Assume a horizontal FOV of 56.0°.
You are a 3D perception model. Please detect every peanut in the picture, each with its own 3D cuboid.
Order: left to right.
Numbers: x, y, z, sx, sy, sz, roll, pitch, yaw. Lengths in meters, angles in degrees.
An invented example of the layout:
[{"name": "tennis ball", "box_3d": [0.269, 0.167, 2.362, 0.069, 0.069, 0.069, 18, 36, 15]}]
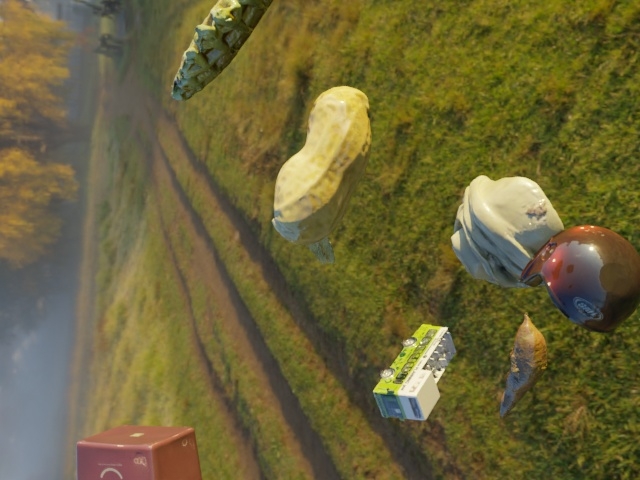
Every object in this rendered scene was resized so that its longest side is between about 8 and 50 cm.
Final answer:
[{"name": "peanut", "box_3d": [0.007, -0.137, 1.098, 0.305, 0.147, 0.147, -63, 25, -1]}]

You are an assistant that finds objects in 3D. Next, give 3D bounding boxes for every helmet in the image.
[{"name": "helmet", "box_3d": [0.494, 0.070, 1.116, 0.193, 0.189, 0.216, -53, 0, 38]}]

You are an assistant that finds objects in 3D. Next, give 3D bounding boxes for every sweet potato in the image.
[{"name": "sweet potato", "box_3d": [0.363, 0.238, 1.070, 0.068, 0.068, 0.226, -129, 39, -57]}]

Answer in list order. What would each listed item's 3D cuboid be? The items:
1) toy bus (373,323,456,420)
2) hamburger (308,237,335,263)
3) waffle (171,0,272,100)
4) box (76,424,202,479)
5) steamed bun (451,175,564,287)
[{"name": "toy bus", "box_3d": [0.270, 0.353, 1.638, 0.139, 0.302, 0.113, -2, 119, 39]}, {"name": "hamburger", "box_3d": [-0.003, 0.001, 1.503, 0.121, 0.054, 0.084, 60, -177, -44]}, {"name": "waffle", "box_3d": [-0.113, -0.284, 0.780, 0.214, 0.054, 0.207, -32, 26, 57]}, {"name": "box", "box_3d": [-0.421, 0.530, 1.395, 0.294, 0.193, 0.167, -7, 85, 27]}, {"name": "steamed bun", "box_3d": [0.471, 0.005, 1.545, 0.309, 0.219, 0.324, 53, 174, -20]}]
